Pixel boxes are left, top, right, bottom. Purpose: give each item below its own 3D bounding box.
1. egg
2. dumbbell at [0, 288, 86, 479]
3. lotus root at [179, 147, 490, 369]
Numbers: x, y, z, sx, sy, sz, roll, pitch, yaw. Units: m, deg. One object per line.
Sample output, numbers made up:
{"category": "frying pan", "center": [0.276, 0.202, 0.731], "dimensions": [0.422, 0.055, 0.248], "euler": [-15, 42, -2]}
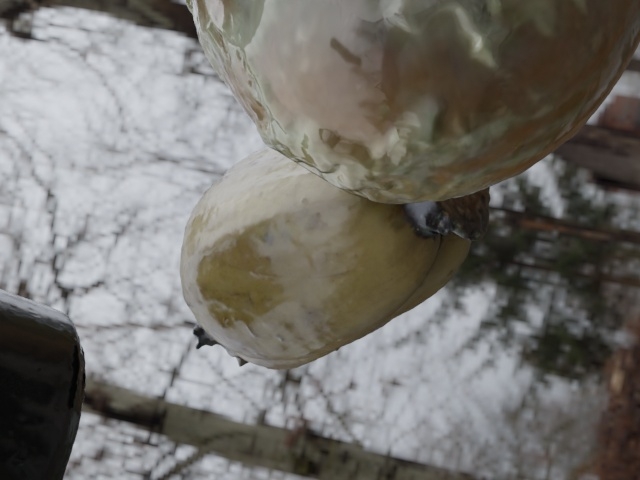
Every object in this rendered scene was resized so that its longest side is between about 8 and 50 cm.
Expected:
{"category": "egg", "center": [0.043, -0.123, 0.609], "dimensions": [0.203, 0.203, 0.245], "euler": [81, -165, -50]}
{"category": "dumbbell", "center": [-0.320, 0.087, 0.868], "dimensions": [0.204, 0.322, 0.204], "euler": [-47, 30, 39]}
{"category": "lotus root", "center": [0.000, 0.000, 0.957], "dimensions": [0.154, 0.257, 0.140], "euler": [-33, -85, -46]}
